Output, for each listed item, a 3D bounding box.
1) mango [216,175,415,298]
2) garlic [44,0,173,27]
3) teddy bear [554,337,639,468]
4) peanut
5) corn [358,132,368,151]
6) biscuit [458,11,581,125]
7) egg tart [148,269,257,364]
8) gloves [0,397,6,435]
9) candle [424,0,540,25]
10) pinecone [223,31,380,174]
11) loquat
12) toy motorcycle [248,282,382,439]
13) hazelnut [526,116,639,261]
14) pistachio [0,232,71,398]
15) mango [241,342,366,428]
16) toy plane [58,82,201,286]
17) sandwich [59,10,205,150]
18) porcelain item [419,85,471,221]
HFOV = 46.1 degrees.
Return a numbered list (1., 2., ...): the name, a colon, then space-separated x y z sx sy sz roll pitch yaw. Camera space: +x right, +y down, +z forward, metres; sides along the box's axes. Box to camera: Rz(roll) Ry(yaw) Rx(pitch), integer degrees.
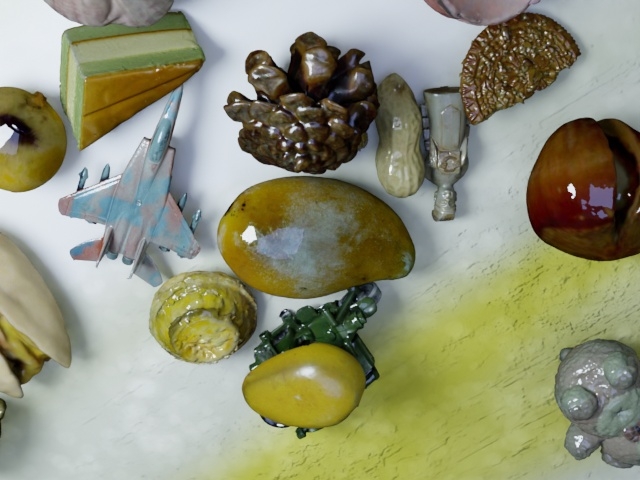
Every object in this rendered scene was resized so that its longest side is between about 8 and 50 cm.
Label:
1. mango: 0.000 0.000 1.156 0.316 0.146 0.193 7 108 -11
2. garlic: -0.271 -0.419 0.922 0.317 0.259 0.318 0 109 1
3. teddy bear: 0.517 0.289 1.291 0.236 0.151 0.267 -40 104 13
4. peanut: 0.117 -0.157 1.134 0.082 0.082 0.187 -7 110 -1
5. corn: 0.059 -0.176 1.153 0.028 0.027 0.083 5 112 17
6. biscuit: 0.283 -0.265 1.105 0.206 0.025 0.126 -34 104 -8
7. egg tart: -0.187 0.137 1.218 0.191 0.074 0.191 -7 127 -10
8. gloves: -0.626 0.346 1.258 0.331 0.141 0.154 -31 84 19
9. candle: 0.207 -0.470 1.002 0.287 0.131 0.317 -42 117 5
10. pinecone: -0.022 -0.190 1.052 0.202 0.229 0.201 40 59 -4
11. loquat: -0.444 -0.143 1.082 0.163 0.137 0.163 -10 124 -15
12. toy motorcycle: 0.008 0.199 1.242 0.275 0.127 0.205 -30 106 12
13. hazelnut: 0.430 -0.079 1.130 0.251 0.217 0.217 4 111 -15
14. pistachio: -0.519 0.106 1.164 0.187 0.187 0.299 -23 116 6
15. mango: -0.027 0.220 1.145 0.195 0.098 0.137 -2 116 18
16. toy plane: -0.262 -0.087 1.132 0.222 0.104 0.327 20 104 -11
17. sandwich: -0.273 -0.232 1.085 0.187 0.117 0.144 -16 153 -23
18. porcelain item: 0.194 -0.127 1.165 0.084 0.054 0.213 -3 112 -2
